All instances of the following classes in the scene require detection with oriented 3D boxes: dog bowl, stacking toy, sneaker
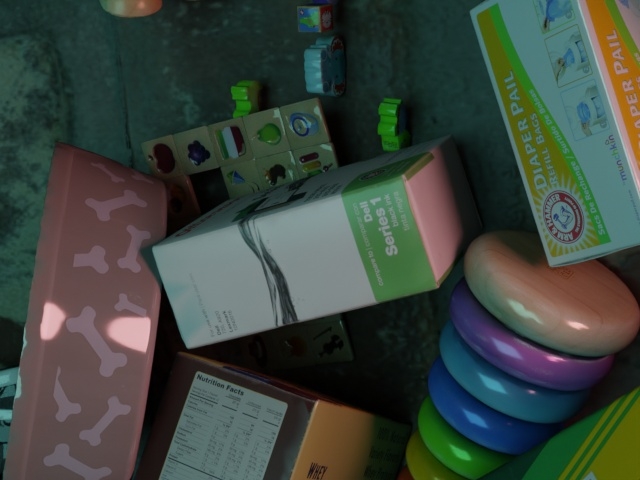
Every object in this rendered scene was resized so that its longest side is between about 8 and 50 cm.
[{"bbox_3d":[-0.207,0.090,1.048,0.102,0.349,0.348,8,104,-12],"label":"dog bowl"},{"bbox_3d":[0.003,-0.186,1.025,0.167,0.052,0.221,9,110,30],"label":"stacking toy"},{"bbox_3d":[-0.379,0.210,1.293,0.217,0.079,0.121,-16,87,30],"label":"sneaker"},{"bbox_3d":[0.122,0.159,0.962,0.141,0.141,0.330,35,118,23],"label":"stacking toy"}]

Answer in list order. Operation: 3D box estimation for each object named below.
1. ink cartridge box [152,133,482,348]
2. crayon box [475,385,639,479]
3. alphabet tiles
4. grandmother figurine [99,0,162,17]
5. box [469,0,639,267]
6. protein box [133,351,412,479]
[{"bbox_3d":[0.000,0.000,0.953,0.219,0.160,0.092,-15,100,22],"label":"ink cartridge box"},{"bbox_3d":[0.255,0.269,0.733,0.313,0.106,0.363,-39,50,30],"label":"crayon box"},{"bbox_3d":[-0.051,0.005,1.084,0.198,0.009,0.237,-10,102,32],"label":"alphabet tiles"},{"bbox_3d":[-0.121,-0.365,0.984,0.104,0.208,0.342,29,132,27],"label":"grandmother figurine"},{"bbox_3d":[0.207,-0.095,0.861,0.103,0.114,0.203,-20,86,55],"label":"box"},{"bbox_3d":[-0.048,0.218,0.992,0.136,0.200,0.201,16,84,29],"label":"protein box"}]
